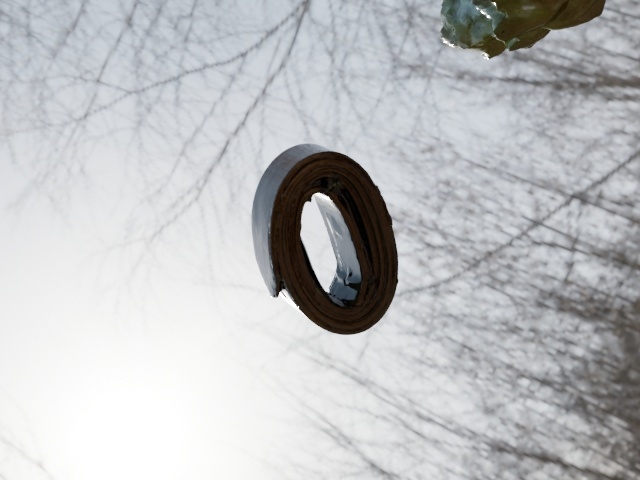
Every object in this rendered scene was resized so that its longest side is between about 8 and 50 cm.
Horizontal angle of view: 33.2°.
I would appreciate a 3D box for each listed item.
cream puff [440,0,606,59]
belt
[{"bbox_3d":[0.119,-0.184,0.637,0.121,0.156,0.156,-24,-43,-9],"label":"cream puff"},{"bbox_3d":[0.000,0.000,0.471,0.059,0.036,0.083,-22,-71,-15],"label":"belt"}]
